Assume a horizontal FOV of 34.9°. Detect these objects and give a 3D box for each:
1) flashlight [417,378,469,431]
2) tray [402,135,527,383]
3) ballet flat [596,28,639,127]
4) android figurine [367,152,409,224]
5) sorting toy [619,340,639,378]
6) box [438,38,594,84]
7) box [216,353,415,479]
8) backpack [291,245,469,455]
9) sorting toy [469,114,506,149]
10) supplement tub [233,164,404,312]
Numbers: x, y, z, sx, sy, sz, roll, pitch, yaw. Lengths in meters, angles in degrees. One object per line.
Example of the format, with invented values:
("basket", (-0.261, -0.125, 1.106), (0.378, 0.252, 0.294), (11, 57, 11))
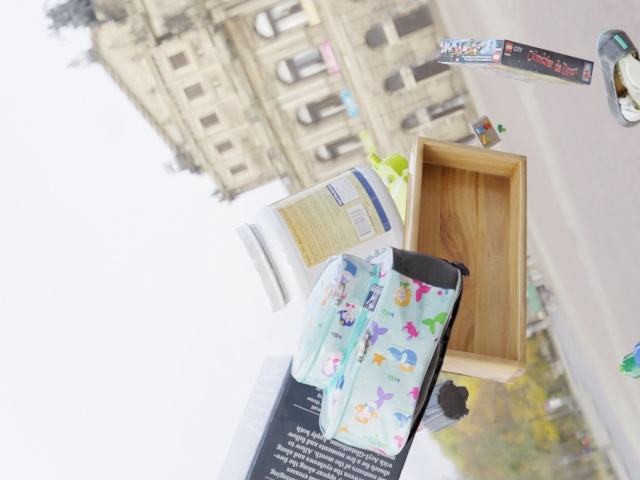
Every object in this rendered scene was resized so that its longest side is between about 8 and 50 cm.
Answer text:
("flashlight", (0.130, 0.346, 1.860), (0.103, 0.304, 0.103), (28, -133, -30))
("tray", (0.242, 0.026, 1.725), (0.076, 0.202, 0.411), (108, 170, -59))
("ballet flat", (0.638, -0.314, 2.106), (0.280, 0.095, 0.096), (51, -177, -44))
("android figurine", (0.206, -0.092, 2.308), (0.273, 0.056, 0.248), (45, 161, 9))
("sorting toy", (0.402, 0.010, 1.158), (0.127, 0.126, 0.366), (31, -123, -11))
("box", (0.349, -0.318, 1.815), (0.159, 0.233, 0.044), (17, 100, 54))
("box", (-0.040, 0.389, 1.528), (0.293, 0.212, 0.396), (151, 142, -78))
("backpack", (0.065, 0.135, 1.279), (0.225, 0.191, 0.254), (164, 118, -85))
("sorting toy", (0.332, -0.217, 1.994), (0.083, 0.012, 0.062), (-33, -90, -38))
("supplement tub", (0.000, 0.000, 2.123), (0.228, 0.316, 0.228), (156, 90, -82))
